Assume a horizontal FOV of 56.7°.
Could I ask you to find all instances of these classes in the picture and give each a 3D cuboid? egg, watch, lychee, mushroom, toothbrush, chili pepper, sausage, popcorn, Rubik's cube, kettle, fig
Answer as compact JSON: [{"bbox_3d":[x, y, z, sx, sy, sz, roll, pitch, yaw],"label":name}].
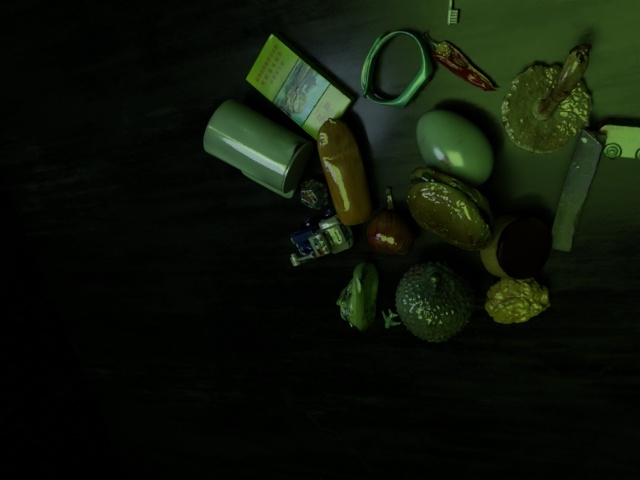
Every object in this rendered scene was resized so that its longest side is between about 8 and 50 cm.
[{"bbox_3d":[0.383,-0.265,1.707,0.264,0.183,0.183,51,125,9],"label":"egg"},{"bbox_3d":[0.219,-0.498,1.750,0.195,0.068,0.237,41,123,5],"label":"watch"},{"bbox_3d":[0.366,0.195,1.903,0.255,0.255,0.274,13,151,21],"label":"lychee"},{"bbox_3d":[0.566,-0.361,1.514,0.208,0.302,0.233,27,92,33],"label":"mushroom"},{"bbox_3d":[0.361,-0.755,1.582,0.030,0.025,0.342,7,116,19],"label":"toothbrush"},{"bbox_3d":[0.388,-0.498,1.679,0.268,0.059,0.050,38,162,3],"label":"chili pepper"},{"bbox_3d":[0.077,-0.227,1.916,0.134,0.116,0.354,-15,107,0],"label":"sausage"},{"bbox_3d":[0.604,0.176,1.832,0.194,0.140,0.163,-9,113,28],"label":"popcorn"},{"bbox_3d":[-0.021,-0.158,2.014,0.111,0.111,0.093,28,96,13],"label":"Rubik's cube"},{"bbox_3d":[-0.211,-0.289,1.987,0.318,0.205,0.265,28,120,10],"label":"kettle"},{"bbox_3d":[0.220,-0.034,1.935,0.149,0.202,0.148,-32,134,23],"label":"fig"}]

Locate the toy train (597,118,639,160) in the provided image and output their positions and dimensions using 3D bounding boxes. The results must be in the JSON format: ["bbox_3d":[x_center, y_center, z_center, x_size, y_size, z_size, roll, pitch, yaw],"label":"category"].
[{"bbox_3d":[0.810,-0.261,1.559,0.188,0.072,0.099,11,119,23],"label":"toy train"}]

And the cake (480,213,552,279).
[{"bbox_3d":[0.561,0.008,1.769,0.185,0.178,0.207,7,104,-20],"label":"cake"}]

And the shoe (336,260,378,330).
[{"bbox_3d":[0.130,0.200,2.077,0.128,0.140,0.262,4,118,19],"label":"shoe"}]

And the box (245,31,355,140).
[{"bbox_3d":[-0.068,-0.488,1.913,0.335,0.047,0.187,41,124,3],"label":"box"}]

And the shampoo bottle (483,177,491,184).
[{"bbox_3d":[0.404,-0.148,1.824,0.236,0.068,0.067,-20,103,34],"label":"shampoo bottle"}]

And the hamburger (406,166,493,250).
[{"bbox_3d":[0.364,-0.080,1.691,0.285,0.265,0.134,28,84,27],"label":"hamburger"}]

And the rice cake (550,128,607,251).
[{"bbox_3d":[0.704,-0.132,1.635,0.070,0.064,0.399,20,134,23],"label":"rice cake"}]

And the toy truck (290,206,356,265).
[{"bbox_3d":[0.000,0.000,2.028,0.213,0.177,0.161,-20,102,33],"label":"toy truck"}]

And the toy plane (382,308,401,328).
[{"bbox_3d":[0.247,0.285,2.123,0.080,0.033,0.083,33,124,23],"label":"toy plane"}]
